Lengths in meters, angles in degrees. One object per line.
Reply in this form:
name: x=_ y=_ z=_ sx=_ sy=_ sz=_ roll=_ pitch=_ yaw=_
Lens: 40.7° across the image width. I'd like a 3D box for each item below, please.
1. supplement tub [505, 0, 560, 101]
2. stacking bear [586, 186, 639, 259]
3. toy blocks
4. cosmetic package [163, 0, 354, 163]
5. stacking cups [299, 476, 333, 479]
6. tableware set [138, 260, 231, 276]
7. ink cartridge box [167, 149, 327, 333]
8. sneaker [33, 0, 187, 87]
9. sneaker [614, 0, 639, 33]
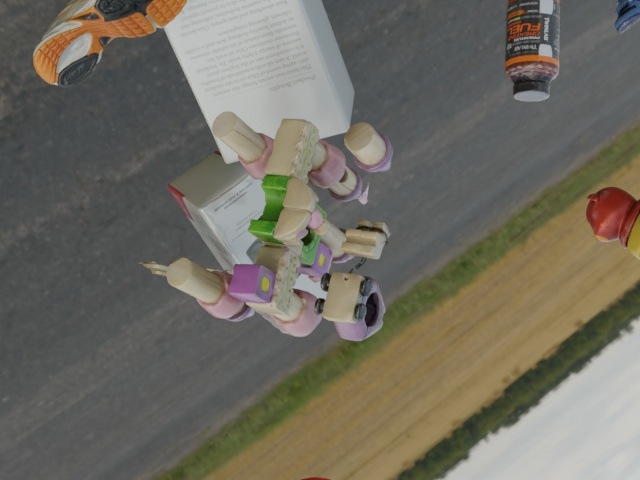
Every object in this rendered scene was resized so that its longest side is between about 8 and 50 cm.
supplement tub: x=0.412 y=-0.374 z=1.675 sx=0.106 sy=0.198 sz=0.106 roll=2 pitch=173 yaw=0
stacking bear: x=0.693 y=-0.019 z=1.800 sx=0.175 sy=0.289 sz=0.164 roll=11 pitch=105 yaw=-61
toy blocks: x=0.000 y=0.000 z=1.211 sx=0.260 sy=0.308 sz=0.289 roll=39 pitch=63 yaw=-56
cosmetic package: x=-0.123 y=-0.375 z=1.396 sx=0.230 sy=0.453 sz=0.161 roll=-13 pitch=-150 yaw=15
stacking cups: x=0.020 y=0.243 z=0.646 sx=0.096 sy=0.096 sz=0.316 roll=-38 pitch=151 yaw=-4
tableware set: x=-0.233 y=0.054 z=1.495 sx=0.168 sy=0.020 sz=0.141 roll=12 pitch=170 yaw=-16
ink cartridge box: x=-0.134 y=0.000 z=1.632 sx=0.131 sy=0.306 sz=0.226 roll=-39 pitch=-152 yaw=-12
sneaker: x=-0.304 y=-0.336 z=1.237 sx=0.262 sy=0.121 sz=0.099 roll=-30 pitch=132 yaw=10
sneaker: x=0.501 y=-0.385 z=1.392 sx=0.144 sy=0.059 sz=0.053 roll=-50 pitch=-174 yaw=-36
